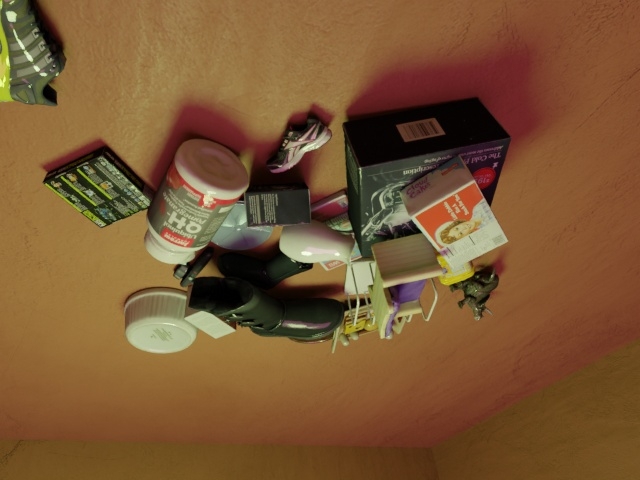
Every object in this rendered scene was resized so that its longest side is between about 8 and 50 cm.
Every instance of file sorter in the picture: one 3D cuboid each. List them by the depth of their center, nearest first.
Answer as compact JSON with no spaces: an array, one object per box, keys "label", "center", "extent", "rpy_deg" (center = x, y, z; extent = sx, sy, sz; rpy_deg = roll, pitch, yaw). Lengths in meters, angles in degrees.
[{"label":"file sorter","center":[0.234,0.178,1.438],"extent":[0.278,0.173,0.192],"rpy_deg":[-3,138,-5]}]

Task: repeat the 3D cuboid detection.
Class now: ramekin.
[{"label":"ramekin","center":[-0.556,0.293,1.474],"extent":[0.273,0.127,0.272],"rpy_deg":[-4,138,-4]}]

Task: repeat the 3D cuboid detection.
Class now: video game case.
[{"label":"video game case","center":[0.044,-0.020,1.294],"extent":[0.204,0.025,0.285],"rpy_deg":[-23,137,16]}]

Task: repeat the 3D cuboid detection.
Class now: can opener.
[{"label":"can opener","center":[-0.395,0.087,1.317],"extent":[0.073,0.059,0.186],"rpy_deg":[30,127,-35]}]

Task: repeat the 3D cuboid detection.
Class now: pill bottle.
[{"label":"pill bottle","center":[-0.327,-0.083,1.047],"extent":[0.177,0.176,0.318],"rpy_deg":[20,131,-28]}]

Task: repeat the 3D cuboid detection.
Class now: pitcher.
[{"label":"pitcher","center":[0.000,0.000,1.203],"extent":[0.207,0.177,0.125],"rpy_deg":[10,106,7]}]

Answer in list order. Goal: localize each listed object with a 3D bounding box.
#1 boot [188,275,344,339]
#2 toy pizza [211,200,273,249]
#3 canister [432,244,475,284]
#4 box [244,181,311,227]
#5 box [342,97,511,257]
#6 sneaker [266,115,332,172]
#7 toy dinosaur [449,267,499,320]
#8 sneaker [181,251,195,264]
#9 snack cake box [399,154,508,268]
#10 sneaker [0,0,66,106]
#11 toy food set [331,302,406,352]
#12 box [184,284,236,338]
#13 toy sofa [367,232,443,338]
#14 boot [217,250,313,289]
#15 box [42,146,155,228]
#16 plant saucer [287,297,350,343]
[{"label":"boot","center":[-0.149,0.210,1.345],"extent":[0.368,0.146,0.445],"rpy_deg":[-12,152,13]},{"label":"toy pizza","center":[-0.239,-0.046,1.213],"extent":[0.202,0.032,0.201],"rpy_deg":[-5,138,-5]},{"label":"canister","center":[0.444,0.068,1.423],"extent":[0.126,0.073,0.170],"rpy_deg":[-24,135,17]},{"label":"box","center":[-0.109,-0.094,1.072],"extent":[0.159,0.156,0.093],"rpy_deg":[-4,104,-5]},{"label":"box","center":[0.245,-0.148,1.049],"extent":[0.344,0.178,0.312],"rpy_deg":[-12,140,-2]},{"label":"sneaker","center":[-0.065,-0.239,1.009],"extent":[0.178,0.072,0.077],"rpy_deg":[-33,122,15]},{"label":"toy dinosaur","center":[0.591,0.171,1.555],"extent":[0.161,0.121,0.313],"rpy_deg":[-10,136,-16]},{"label":"sneaker","center":[-0.402,0.027,1.261],"extent":[0.061,0.053,0.152],"rpy_deg":[19,139,-40]},{"label":"snack cake box","center":[0.314,-0.054,0.970],"extent":[0.152,0.089,0.264],"rpy_deg":[-30,136,20]},{"label":"sneaker","center":[-0.531,-0.372,0.760],"extent":[0.122,0.110,0.300],"rpy_deg":[8,143,-32]},{"label":"toy food set","center":[0.193,0.345,1.642],"extent":[0.307,0.092,0.219],"rpy_deg":[-13,141,-16]},{"label":"box","center":[-0.373,0.237,1.437],"extent":[0.091,0.130,0.170],"rpy_deg":[-23,137,15]},{"label":"toy sofa","center":[0.224,0.139,1.140],"extent":[0.150,0.176,0.362],"rpy_deg":[-12,155,-1]},{"label":"boot","center":[-0.165,0.064,1.299],"extent":[0.207,0.094,0.247],"rpy_deg":[-30,141,28]},{"label":"box","center":[-0.553,-0.128,1.062],"extent":[0.184,0.045,0.190],"rpy_deg":[-18,139,15]},{"label":"plant saucer","center":[-0.026,0.336,1.669],"extent":[0.311,0.050,0.310],"rpy_deg":[-4,139,-3]}]
